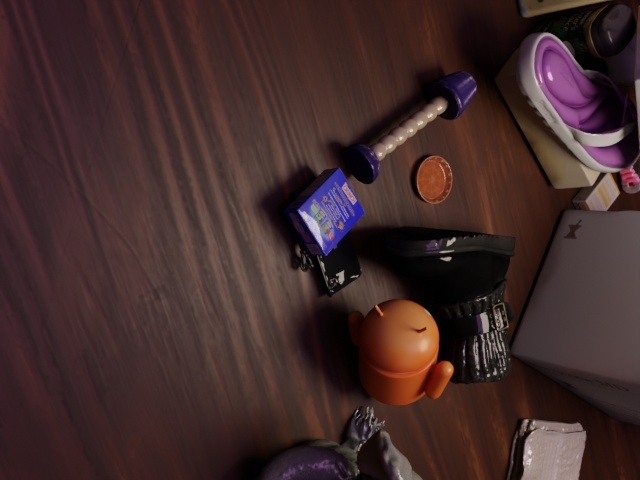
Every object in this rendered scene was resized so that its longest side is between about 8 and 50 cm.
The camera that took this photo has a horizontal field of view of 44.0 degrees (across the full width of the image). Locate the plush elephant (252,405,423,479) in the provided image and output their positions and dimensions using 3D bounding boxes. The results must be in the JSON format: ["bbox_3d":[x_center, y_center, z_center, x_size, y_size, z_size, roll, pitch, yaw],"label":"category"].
[{"bbox_3d":[0.054,0.411,1.184,0.330,0.255,0.272,-47,117,-22],"label":"plush elephant"}]

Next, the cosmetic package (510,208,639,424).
[{"bbox_3d":[0.651,0.172,1.531,0.393,0.329,0.328,32,77,-31],"label":"cosmetic package"}]

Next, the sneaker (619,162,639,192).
[{"bbox_3d":[0.653,-0.162,1.684,0.057,0.047,0.119,-42,118,-49],"label":"sneaker"}]

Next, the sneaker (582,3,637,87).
[{"bbox_3d":[0.601,-0.357,1.614,0.123,0.106,0.290,-45,134,18],"label":"sneaker"}]

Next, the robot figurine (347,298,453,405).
[{"bbox_3d":[0.124,0.178,1.257,0.128,0.158,0.219,-15,144,-8],"label":"robot figurine"}]

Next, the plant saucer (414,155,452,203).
[{"bbox_3d":[0.196,-0.106,1.387,0.083,0.013,0.084,-4,97,-34],"label":"plant saucer"}]

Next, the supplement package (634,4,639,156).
[{"bbox_3d":[0.665,-0.259,1.392,0.263,0.197,0.199,60,38,-46],"label":"supplement package"}]

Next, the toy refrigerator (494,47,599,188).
[{"bbox_3d":[0.439,-0.232,1.498,0.102,0.094,0.270,-52,120,-28],"label":"toy refrigerator"}]

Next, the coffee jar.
[{"bbox_3d":[0.478,-0.375,1.455,0.096,0.184,0.079,-45,116,-24],"label":"coffee jar"}]

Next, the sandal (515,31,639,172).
[{"bbox_3d":[0.493,-0.232,1.414,0.416,0.102,0.170,20,78,-39],"label":"sandal"}]

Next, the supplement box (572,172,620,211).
[{"bbox_3d":[0.565,-0.089,1.627,0.098,0.036,0.062,-46,117,-23],"label":"supplement box"}]

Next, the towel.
[{"bbox_3d":[0.445,0.499,1.585,0.187,0.049,0.283,11,88,-34],"label":"towel"}]

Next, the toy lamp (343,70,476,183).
[{"bbox_3d":[0.156,-0.197,1.316,0.274,0.080,0.080,-37,113,-26],"label":"toy lamp"}]

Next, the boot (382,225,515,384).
[{"bbox_3d":[0.225,0.114,1.325,0.347,0.131,0.260,5,91,-47],"label":"boot"}]

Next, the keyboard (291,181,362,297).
[{"bbox_3d":[0.000,0.000,1.257,0.108,0.023,0.180,-32,110,-35],"label":"keyboard"}]

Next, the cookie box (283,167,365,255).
[{"bbox_3d":[0.008,-0.044,1.221,0.107,0.040,0.092,-46,118,-29],"label":"cookie box"}]

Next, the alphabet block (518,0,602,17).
[{"bbox_3d":[0.486,-0.523,1.441,0.193,0.197,0.193,-20,105,-32],"label":"alphabet block"}]
